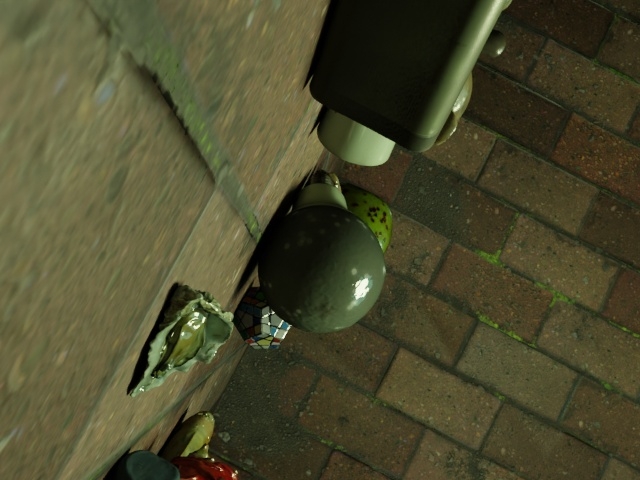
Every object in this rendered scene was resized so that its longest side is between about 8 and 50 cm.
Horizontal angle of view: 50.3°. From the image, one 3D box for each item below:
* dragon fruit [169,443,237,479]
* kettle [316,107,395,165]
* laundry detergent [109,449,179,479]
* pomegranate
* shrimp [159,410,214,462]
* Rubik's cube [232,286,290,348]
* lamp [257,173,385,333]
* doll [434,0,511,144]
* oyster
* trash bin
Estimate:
[{"bbox_3d":[-0.175,0.349,0.821,0.172,0.172,0.209,-62,170,18],"label":"dragon fruit"},{"bbox_3d":[0.068,-0.182,0.822,0.127,0.098,0.148,-53,170,-50],"label":"kettle"},{"bbox_3d":[-0.211,0.310,0.655,0.206,0.061,0.096,-62,-178,-1],"label":"laundry detergent"},{"bbox_3d":[0.031,-0.034,1.280,0.202,0.202,0.247,-62,151,-30],"label":"pomegranate"},{"bbox_3d":[-0.244,0.372,1.111,0.145,0.061,0.267,-53,-176,15],"label":"shrimp"},{"bbox_3d":[-0.094,0.129,1.148,0.093,0.111,0.111,-6,-127,60],"label":"Rubik's cube"},{"bbox_3d":[-0.009,0.017,1.031,0.181,0.182,0.314,-62,-162,15],"label":"lamp"},{"bbox_3d":[0.188,-0.324,1.138,0.174,0.235,0.329,13,100,-45],"label":"doll"},{"bbox_3d":[-0.110,0.075,0.506,0.100,0.037,0.098,-42,162,3],"label":"oyster"},{"bbox_3d":[0.091,-0.206,0.510,0.164,0.122,0.240,-61,177,-25],"label":"trash bin"}]
